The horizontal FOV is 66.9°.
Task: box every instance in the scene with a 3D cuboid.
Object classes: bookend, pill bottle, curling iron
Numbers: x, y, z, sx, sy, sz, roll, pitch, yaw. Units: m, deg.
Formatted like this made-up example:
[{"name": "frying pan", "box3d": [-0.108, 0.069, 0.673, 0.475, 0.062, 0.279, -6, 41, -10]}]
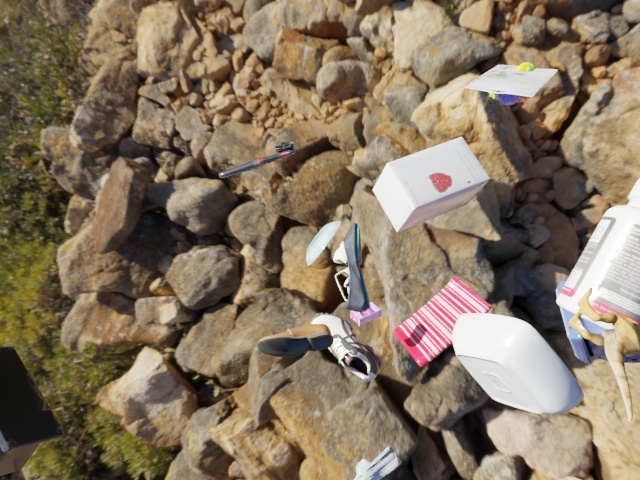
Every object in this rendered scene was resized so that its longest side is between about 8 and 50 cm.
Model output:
[{"name": "bookend", "box3d": [-0.431, 0.248, 0.617, 0.157, 0.072, 0.156, 42, 101, 24]}, {"name": "pill bottle", "box3d": [0.652, 0.036, 1.011, 0.176, 0.176, 0.318, 27, 97, 9]}, {"name": "curling iron", "box3d": [-0.207, -0.263, 1.615, 0.274, 0.035, 0.068, -26, 38, -8]}]

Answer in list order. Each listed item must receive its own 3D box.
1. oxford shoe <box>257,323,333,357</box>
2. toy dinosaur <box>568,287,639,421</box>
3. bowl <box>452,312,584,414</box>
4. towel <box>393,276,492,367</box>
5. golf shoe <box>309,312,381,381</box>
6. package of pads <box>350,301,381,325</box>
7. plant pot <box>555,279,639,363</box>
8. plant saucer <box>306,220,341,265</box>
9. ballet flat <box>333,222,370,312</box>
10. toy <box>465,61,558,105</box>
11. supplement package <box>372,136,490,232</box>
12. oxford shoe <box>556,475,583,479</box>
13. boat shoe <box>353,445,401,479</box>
[{"name": "oxford shoe", "box3d": [-0.074, 0.278, 1.374, 0.212, 0.076, 0.076, -5, 123, -7]}, {"name": "toy dinosaur", "box3d": [0.341, 0.112, 0.552, 0.112, 0.212, 0.064, 39, 119, 37]}, {"name": "bowl", "box3d": [0.237, 0.161, 0.612, 0.053, 0.142, 0.142, -44, 101, -20]}, {"name": "towel", "box3d": [0.362, 0.242, 1.471, 0.275, 0.199, 0.031, -42, 117, 3]}, {"name": "golf shoe", "box3d": [0.078, 0.333, 1.531, 0.273, 0.120, 0.105, 38, 103, 5]}, {"name": "package of pads", "box3d": [0.134, 0.216, 1.426, 0.083, 0.050, 0.032, -20, 124, -24]}, {"name": "plant pot", "box3d": [0.850, 0.233, 1.456, 0.212, 0.236, 0.235, -17, 48, 26]}, {"name": "plant saucer", "box3d": [0.000, 0.000, 1.669, 0.037, 0.195, 0.195, 37, 91, -6]}, {"name": "ballet flat", "box3d": [0.065, 0.059, 1.072, 0.074, 0.074, 0.203, -8, 74, 7]}, {"name": "toy", "box3d": [0.424, -0.338, 1.070, 0.137, 0.237, 0.056, 18, 131, 29]}, {"name": "supplement package", "box3d": [0.351, -0.179, 1.558, 0.293, 0.175, 0.177, -22, 72, -18]}, {"name": "oxford shoe", "box3d": [0.762, 0.682, 1.136, 0.397, 0.147, 0.140, 28, 134, 38]}, {"name": "boat shoe", "box3d": [0.157, 0.757, 1.589, 0.228, 0.079, 0.081, -22, 64, -25]}]
